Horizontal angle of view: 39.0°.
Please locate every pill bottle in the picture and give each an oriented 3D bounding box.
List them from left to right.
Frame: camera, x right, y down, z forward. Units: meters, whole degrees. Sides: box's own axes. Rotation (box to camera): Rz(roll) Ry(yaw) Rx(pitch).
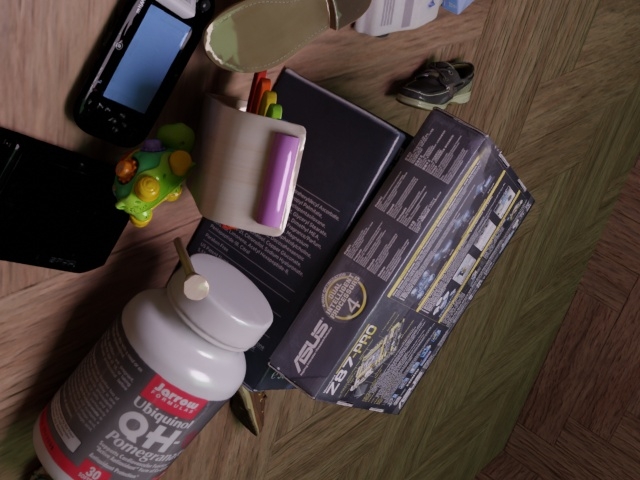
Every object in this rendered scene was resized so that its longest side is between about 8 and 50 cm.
[{"bbox_3d":[-0.206,0.172,1.142,0.318,0.176,0.176,-49,155,17],"label":"pill bottle"}]

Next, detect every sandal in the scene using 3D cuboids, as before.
[{"bbox_3d":[-0.053,-0.269,1.082,0.240,0.079,0.088,-28,127,-26],"label":"sandal"}]

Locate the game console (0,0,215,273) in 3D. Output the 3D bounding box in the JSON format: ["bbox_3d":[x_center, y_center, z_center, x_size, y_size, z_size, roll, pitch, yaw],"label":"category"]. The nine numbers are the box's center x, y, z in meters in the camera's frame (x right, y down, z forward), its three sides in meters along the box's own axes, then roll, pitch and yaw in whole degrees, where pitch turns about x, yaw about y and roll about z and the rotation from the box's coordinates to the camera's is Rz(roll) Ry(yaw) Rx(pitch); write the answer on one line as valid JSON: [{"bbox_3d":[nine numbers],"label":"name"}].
[{"bbox_3d":[-0.238,-0.131,0.977,0.361,0.044,0.213,-60,153,7],"label":"game console"}]

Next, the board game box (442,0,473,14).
[{"bbox_3d":[0.248,-0.479,1.389,0.160,0.039,0.211,-44,151,-22],"label":"board game box"}]

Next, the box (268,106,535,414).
[{"bbox_3d":[0.130,0.050,1.251,0.395,0.097,0.318,-57,154,3],"label":"box"}]

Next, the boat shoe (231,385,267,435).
[{"bbox_3d":[-0.120,0.283,1.591,0.060,0.064,0.178,-40,146,-25],"label":"boat shoe"}]

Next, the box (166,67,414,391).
[{"bbox_3d":[0.000,0.000,1.320,0.293,0.212,0.395,13,108,-60],"label":"box"}]

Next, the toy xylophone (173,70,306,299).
[{"bbox_3d":[-0.102,-0.069,1.030,0.081,0.322,0.236,11,108,-15],"label":"toy xylophone"}]

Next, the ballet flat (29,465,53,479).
[{"bbox_3d":[-0.384,0.405,1.285,0.241,0.091,0.077,-65,174,25],"label":"ballet flat"}]

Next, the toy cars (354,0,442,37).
[{"bbox_3d":[0.092,-0.365,1.208,0.176,0.087,0.394,-60,153,7],"label":"toy cars"}]

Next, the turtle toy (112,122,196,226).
[{"bbox_3d":[-0.183,-0.079,1.003,0.130,0.066,0.095,-46,177,-29],"label":"turtle toy"}]

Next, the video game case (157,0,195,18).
[{"bbox_3d":[-0.164,-0.307,0.856,0.157,0.019,0.143,20,69,-62],"label":"video game case"}]

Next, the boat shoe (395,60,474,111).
[{"bbox_3d":[0.195,-0.263,1.503,0.223,0.080,0.073,-22,132,-55],"label":"boat shoe"}]
